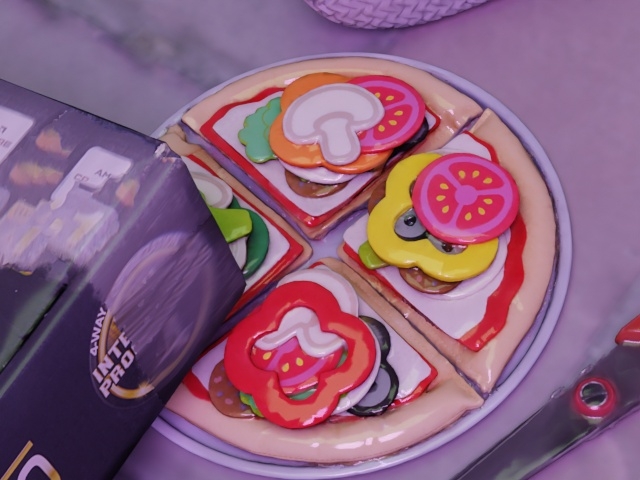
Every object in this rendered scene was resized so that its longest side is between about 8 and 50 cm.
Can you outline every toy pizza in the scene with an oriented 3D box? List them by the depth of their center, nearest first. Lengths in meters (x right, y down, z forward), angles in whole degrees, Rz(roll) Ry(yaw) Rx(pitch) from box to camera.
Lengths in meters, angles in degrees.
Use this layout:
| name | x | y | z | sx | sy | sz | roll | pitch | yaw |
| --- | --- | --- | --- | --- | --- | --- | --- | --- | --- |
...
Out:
| name | x | y | z | sx | sy | sz | roll | pitch | yaw |
| --- | --- | --- | --- | --- | --- | --- | --- | --- | --- |
| toy pizza | 0.000 | 0.000 | 0.687 | 0.201 | 0.032 | 0.201 | -5 | 58 | 8 |

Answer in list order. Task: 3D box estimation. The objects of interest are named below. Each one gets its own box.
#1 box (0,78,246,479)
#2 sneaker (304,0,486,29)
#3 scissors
| name | x | y | z | sx | sy | sz | roll | pitch | yaw |
| --- | --- | --- | --- | --- | --- | --- | --- | --- | --- |
| box | -0.273 | 0.050 | 0.647 | 0.395 | 0.097 | 0.318 | 23 | 63 | 30 |
| sneaker | 0.122 | -0.252 | 0.754 | 0.365 | 0.137 | 0.210 | -25 | 60 | -1 |
| scissors | 0.115 | 0.045 | 0.649 | 0.297 | 0.021 | 0.109 | -22 | 60 | -2 |
